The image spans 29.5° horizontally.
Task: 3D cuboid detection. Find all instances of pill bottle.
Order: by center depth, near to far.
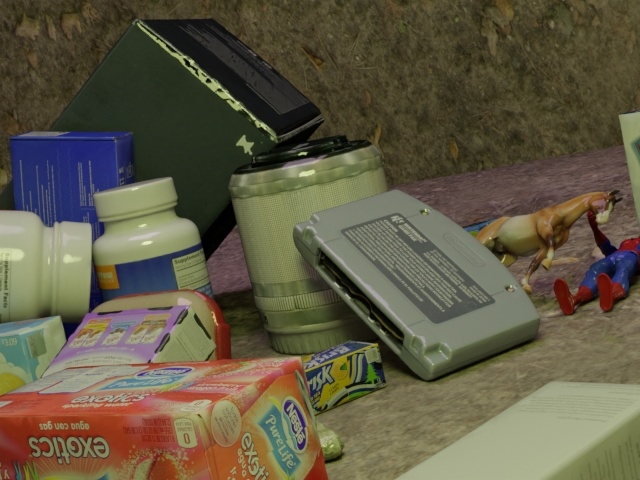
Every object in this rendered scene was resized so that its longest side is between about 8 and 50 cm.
[{"bbox_3d":[-0.444,0.038,1.581,0.283,0.160,0.160,2,5,-13],"label":"pill bottle"},{"bbox_3d":[-0.229,0.056,1.671,0.152,0.272,0.152,-12,8,2],"label":"pill bottle"}]

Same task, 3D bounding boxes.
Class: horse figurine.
[{"bbox_3d":[0.264,0.014,1.633,0.263,0.066,0.174,-25,25,46],"label":"horse figurine"}]

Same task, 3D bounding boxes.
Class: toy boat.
[{"bbox_3d":[-0.191,0.142,1.537,0.231,0.151,0.151,-7,-7,34],"label":"toy boat"}]

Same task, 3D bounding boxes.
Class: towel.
[{"bbox_3d":[-0.044,0.205,1.230,0.110,0.027,0.148,-15,8,-14],"label":"towel"}]

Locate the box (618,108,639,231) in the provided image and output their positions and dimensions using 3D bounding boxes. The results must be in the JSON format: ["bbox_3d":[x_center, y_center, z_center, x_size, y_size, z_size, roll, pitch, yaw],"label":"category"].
[{"bbox_3d":[0.483,-0.062,1.552,0.159,0.233,0.044,-6,10,39],"label":"box"}]

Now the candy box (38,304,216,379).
[{"bbox_3d":[-0.236,0.167,1.359,0.165,0.070,0.196,-6,38,35],"label":"candy box"}]

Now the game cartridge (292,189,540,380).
[{"bbox_3d":[0.124,0.046,1.506,0.196,0.060,0.294,-20,45,-27],"label":"game cartridge"}]

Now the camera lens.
[{"bbox_3d":[0.000,0.000,1.707,0.219,0.274,0.219,-12,8,2],"label":"camera lens"}]

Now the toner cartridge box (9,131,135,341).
[{"bbox_3d":[-0.354,0.015,1.784,0.165,0.347,0.075,2,13,12],"label":"toner cartridge box"}]

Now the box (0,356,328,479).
[{"bbox_3d":[-0.160,0.194,1.070,0.300,0.142,0.154,-7,10,34],"label":"box"}]

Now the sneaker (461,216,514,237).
[{"bbox_3d":[0.301,-0.012,2.081,0.188,0.067,0.078,-9,14,43],"label":"sneaker"}]

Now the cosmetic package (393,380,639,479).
[{"bbox_3d":[0.164,0.179,0.897,0.117,0.085,0.231,-5,13,46],"label":"cosmetic package"}]

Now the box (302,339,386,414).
[{"bbox_3d":[-0.011,0.163,1.375,0.169,0.054,0.059,-17,9,-32],"label":"box"}]

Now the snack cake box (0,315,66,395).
[{"bbox_3d":[-0.432,0.188,1.497,0.264,0.152,0.089,-9,8,24],"label":"snack cake box"}]

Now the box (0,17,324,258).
[{"bbox_3d":[-0.276,-0.103,2.038,0.480,0.297,0.472,-49,2,13],"label":"box"}]

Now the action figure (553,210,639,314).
[{"bbox_3d":[0.399,-0.001,1.640,0.091,0.139,0.280,-7,7,33],"label":"action figure"}]
